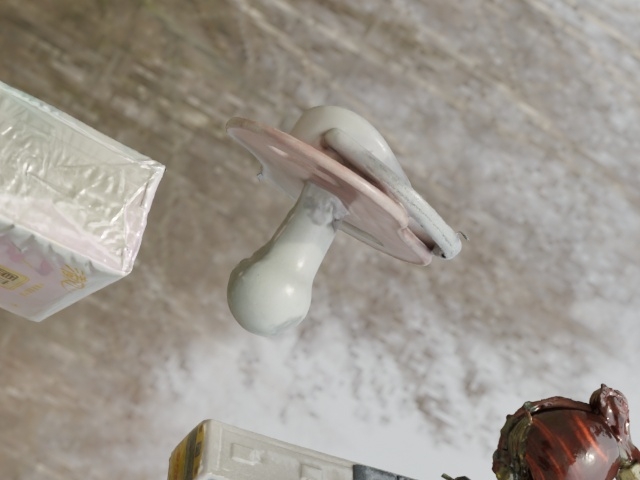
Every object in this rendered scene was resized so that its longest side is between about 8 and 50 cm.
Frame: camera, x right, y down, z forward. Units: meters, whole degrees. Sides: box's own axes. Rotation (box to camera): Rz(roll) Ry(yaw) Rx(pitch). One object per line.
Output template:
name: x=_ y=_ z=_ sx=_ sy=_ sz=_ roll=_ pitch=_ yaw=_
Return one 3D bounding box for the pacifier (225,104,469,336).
pacifier: x=0.001 y=-0.033 z=1.921 sx=0.273 sy=0.220 sz=0.332 roll=-25 pitch=159 yaw=5

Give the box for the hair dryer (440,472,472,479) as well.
hair dryer: x=0.215 y=0.347 z=2.089 sx=0.124 sy=0.219 sz=0.071 roll=-32 pitch=136 yaw=-22

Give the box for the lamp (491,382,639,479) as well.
lamp: x=0.356 y=0.307 z=2.365 sx=0.223 sy=0.215 sz=0.151 roll=-25 pitch=179 yaw=8

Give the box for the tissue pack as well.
tissue pack: x=-0.269 y=-0.030 z=1.490 sx=0.225 sy=0.185 sz=0.124 roll=-24 pitch=-135 yaw=60

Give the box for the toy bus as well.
toy bus: x=-0.013 y=0.308 z=2.037 sx=0.138 sy=0.342 sz=0.097 roll=-51 pitch=-152 yaw=45

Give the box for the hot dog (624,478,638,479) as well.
hot dog: x=0.304 y=0.324 z=1.766 sx=0.216 sy=0.047 sz=0.066 roll=82 pitch=13 yaw=-47
